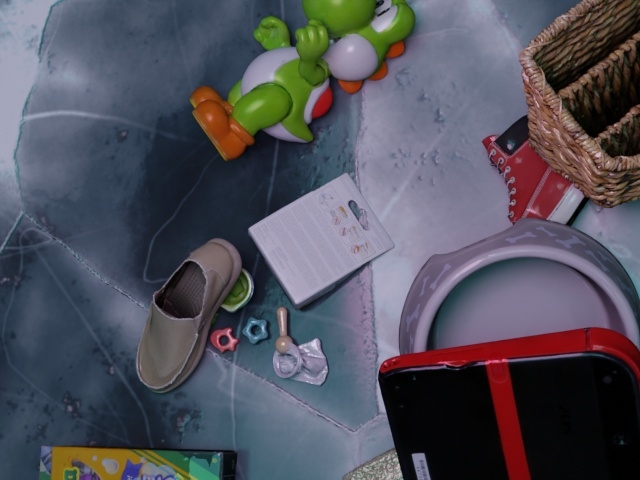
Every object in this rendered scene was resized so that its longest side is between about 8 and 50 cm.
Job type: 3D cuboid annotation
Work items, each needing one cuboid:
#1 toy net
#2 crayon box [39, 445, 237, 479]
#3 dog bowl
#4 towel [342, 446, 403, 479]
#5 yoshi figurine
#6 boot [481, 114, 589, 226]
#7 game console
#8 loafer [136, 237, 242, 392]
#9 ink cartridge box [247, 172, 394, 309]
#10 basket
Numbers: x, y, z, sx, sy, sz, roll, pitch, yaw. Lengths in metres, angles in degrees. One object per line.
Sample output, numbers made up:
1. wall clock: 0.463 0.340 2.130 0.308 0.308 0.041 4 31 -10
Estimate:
1. toy net: -0.092 0.147 1.877 0.232 0.045 0.122 42 92 15
2. crayon box: -0.295 0.415 1.863 0.323 0.083 0.203 -1 82 13
3. dog bowl: 0.281 0.147 1.712 0.348 0.102 0.349 1 101 4
4. towel: 0.114 0.358 1.810 0.148 0.027 0.110 -28 76 7
5. yoshi figurine: -0.039 -0.289 1.858 0.362 0.203 0.203 -33 70 3
6. boot: 0.282 -0.058 1.808 0.176 0.088 0.244 33 83 17
7. game console: 0.279 0.302 1.670 0.342 0.060 0.386 -8 115 15
8. loafer: -0.216 0.114 1.857 0.102 0.092 0.268 35 108 25
9. ink cartridge box: 0.000 0.000 1.891 0.179 0.045 0.145 -30 75 -12
10. basket: 0.442 -0.214 1.668 0.299 0.223 0.213 -36 58 -10
